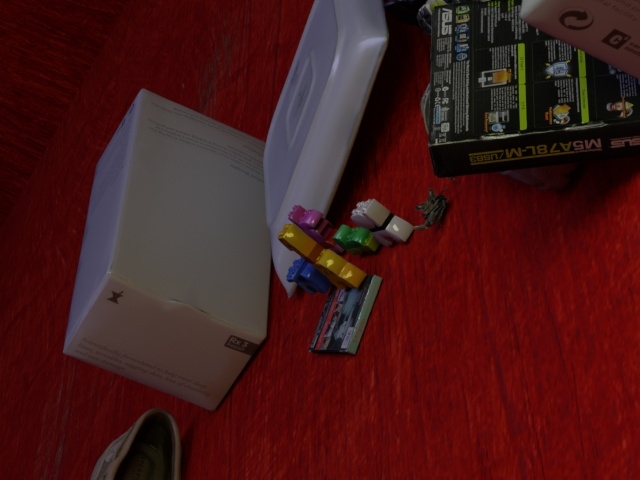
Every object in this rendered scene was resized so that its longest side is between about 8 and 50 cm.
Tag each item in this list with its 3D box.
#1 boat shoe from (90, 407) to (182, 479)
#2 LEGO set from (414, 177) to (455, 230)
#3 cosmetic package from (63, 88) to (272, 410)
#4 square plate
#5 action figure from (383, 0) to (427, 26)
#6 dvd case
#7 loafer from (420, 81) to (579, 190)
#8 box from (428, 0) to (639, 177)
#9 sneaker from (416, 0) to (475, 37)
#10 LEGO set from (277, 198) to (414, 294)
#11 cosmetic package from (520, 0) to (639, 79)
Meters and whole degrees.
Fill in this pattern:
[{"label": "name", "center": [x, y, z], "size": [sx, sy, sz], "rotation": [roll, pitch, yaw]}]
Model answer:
[{"label": "boat shoe", "center": [-0.232, 0.335, 2.242], "size": [0.110, 0.122, 0.341], "rotation": [-56, 19, 32]}, {"label": "LEGO set", "center": [0.120, -0.040, 1.862], "size": [0.083, 0.023, 0.054], "rotation": [-55, 18, -6]}, {"label": "cosmetic package", "center": [-0.182, 0.006, 2.369], "size": [0.156, 0.217, 0.385], "rotation": [-54, 19, 36]}, {"label": "square plate", "center": [-0.005, -0.159, 2.238], "size": [0.344, 0.049, 0.347], "rotation": [-97, 26, -61]}, {"label": "action figure", "center": [0.138, -0.387, 2.095], "size": [0.185, 0.099, 0.285], "rotation": [-12, 63, 47]}, {"label": "dvd case", "center": [0.025, 0.079, 1.991], "size": [0.087, 0.013, 0.119], "rotation": [-70, 16, -11]}, {"label": "loafer", "center": [0.147, -0.123, 1.723], "size": [0.112, 0.111, 0.319], "rotation": [-66, 17, 3]}, {"label": "box", "center": [0.183, -0.136, 1.553], "size": [0.190, 0.184, 0.045], "rotation": [-86, -13, -46]}, {"label": "sneaker", "center": [0.174, -0.246, 1.814], "size": [0.110, 0.107, 0.275], "rotation": [-46, 10, -11]}, {"label": "LEGO set", "center": [0.000, 0.000, 2.002], "size": [0.087, 0.093, 0.227], "rotation": [-56, 15, -16]}, {"label": "cosmetic package", "center": [0.338, -0.327, 1.338], "size": [0.453, 0.161, 0.230], "rotation": [-44, 27, 51]}]
